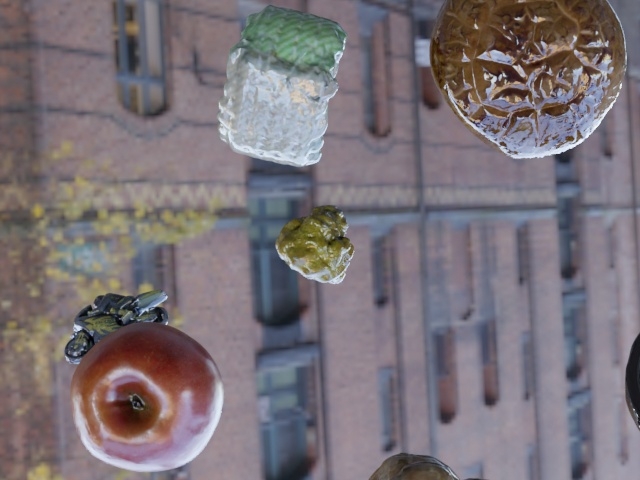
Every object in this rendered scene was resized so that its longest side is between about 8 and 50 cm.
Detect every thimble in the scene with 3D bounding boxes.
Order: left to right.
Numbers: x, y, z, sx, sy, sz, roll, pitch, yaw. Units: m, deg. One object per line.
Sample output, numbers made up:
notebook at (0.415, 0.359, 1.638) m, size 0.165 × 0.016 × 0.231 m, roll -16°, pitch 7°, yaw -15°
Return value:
thimble at (-0.053, -0.212, 1.796) m, size 0.150 × 0.219 × 0.219 m, roll 13°, pitch 179°, yaw -2°

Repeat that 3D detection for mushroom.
mushroom at (0.260, -0.227, 1.647) m, size 0.253 × 0.253 × 0.153 m, roll -3°, pitch -173°, yaw 0°

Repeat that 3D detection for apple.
apple at (-0.250, 0.225, 1.901) m, size 0.218 × 0.218 × 0.201 m, roll -3°, pitch 180°, yaw 2°

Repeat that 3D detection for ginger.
ginger at (0.181, 0.424, 2.058) m, size 0.244 × 0.155 × 0.304 m, roll -6°, pitch 152°, yaw 46°

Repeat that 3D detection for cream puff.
cream puff at (0.000, 0.000, 2.257) m, size 0.146 × 0.116 × 0.146 m, roll 31°, pitch -169°, yaw -7°

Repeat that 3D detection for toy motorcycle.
toy motorcycle at (-0.349, 0.135, 2.237) m, size 0.193 × 0.124 × 0.061 m, roll -22°, pitch 138°, yaw 4°

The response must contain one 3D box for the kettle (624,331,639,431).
kettle at (0.593, 0.236, 1.929) m, size 0.250 × 0.207 × 0.271 m, roll -5°, pitch -141°, yaw 36°
